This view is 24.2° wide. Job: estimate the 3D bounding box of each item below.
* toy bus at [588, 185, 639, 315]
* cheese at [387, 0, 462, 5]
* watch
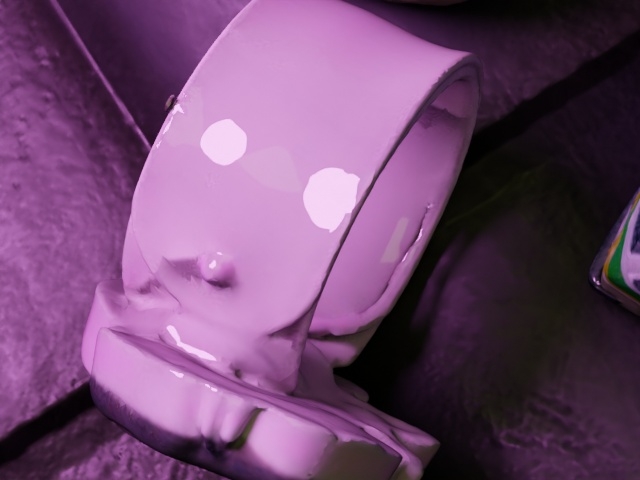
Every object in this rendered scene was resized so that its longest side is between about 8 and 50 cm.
[{"bbox_3d":[0.277,0.036,0.720,0.276,0.165,0.134,34,86,11],"label":"toy bus"},{"bbox_3d":[-0.001,-0.321,0.834,0.351,0.129,0.328,18,85,11],"label":"cheese"},{"bbox_3d":[0.000,0.000,0.727,0.196,0.244,0.231,28,93,12],"label":"watch"}]
